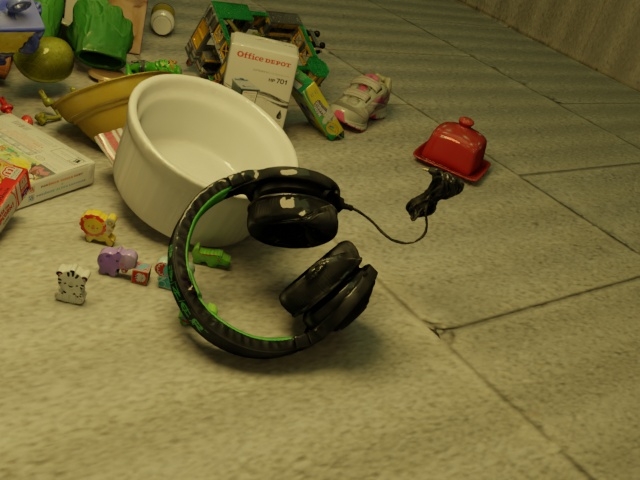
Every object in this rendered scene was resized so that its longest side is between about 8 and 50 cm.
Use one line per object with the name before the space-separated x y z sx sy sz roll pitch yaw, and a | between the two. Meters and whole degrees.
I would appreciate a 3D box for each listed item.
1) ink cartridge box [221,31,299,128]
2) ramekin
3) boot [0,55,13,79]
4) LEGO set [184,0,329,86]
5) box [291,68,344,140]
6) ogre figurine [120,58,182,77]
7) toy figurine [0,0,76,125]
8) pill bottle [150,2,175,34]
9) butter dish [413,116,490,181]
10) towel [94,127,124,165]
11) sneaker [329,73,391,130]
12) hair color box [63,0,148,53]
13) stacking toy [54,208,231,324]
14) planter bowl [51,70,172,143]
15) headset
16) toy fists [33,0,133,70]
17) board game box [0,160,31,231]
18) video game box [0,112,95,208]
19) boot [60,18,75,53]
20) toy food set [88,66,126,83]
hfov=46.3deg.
ink cartridge box | -0.131 -0.309 1.523 0.139 0.191 0.082 10 30 -10
ramekin | -0.184 -0.119 1.165 0.277 0.135 0.277 22 38 -18
boot | -0.719 -0.400 1.475 0.220 0.109 0.283 11 18 -26
LEGO set | -0.162 -0.411 1.761 0.331 0.192 0.255 -17 73 -41
box | -0.015 -0.292 1.630 0.105 0.043 0.179 47 -2 43
ogre figurine | -0.346 -0.325 1.551 0.118 0.097 0.197 -7 17 -5
toy figurine | -0.509 -0.321 1.257 0.362 0.217 0.191 -19 77 -51
pill bottle | -0.419 -0.586 1.985 0.065 0.065 0.116 8 29 -15
butter dish | 0.309 -0.220 1.672 0.159 0.118 0.160 25 30 16
towel | -0.272 -0.134 1.262 0.144 0.029 0.197 56 37 4
sneaker | 0.095 -0.339 1.774 0.103 0.111 0.252 25 30 14
hair color box | -0.487 -0.617 1.719 0.185 0.339 0.110 2 33 -24
stacking toy | -0.236 0.034 1.020 0.221 0.052 0.167 13 29 -8
planter bowl | -0.354 -0.223 1.325 0.217 0.090 0.217 -16 5 2
headset | 0.000 0.000 0.982 0.394 0.185 0.243 -18 79 -28
toy fists | -0.531 -0.450 1.562 0.279 0.096 0.142 7 74 -23
board game box | -0.514 -0.060 1.000 0.193 0.045 0.147 16 50 0
video game box | -0.492 -0.124 1.166 0.205 0.048 0.187 29 30 21
boot | -0.639 -0.491 1.691 0.244 0.088 0.176 9 28 -6
toy food set | -0.456 -0.353 1.608 0.083 0.020 0.082 28 31 21
